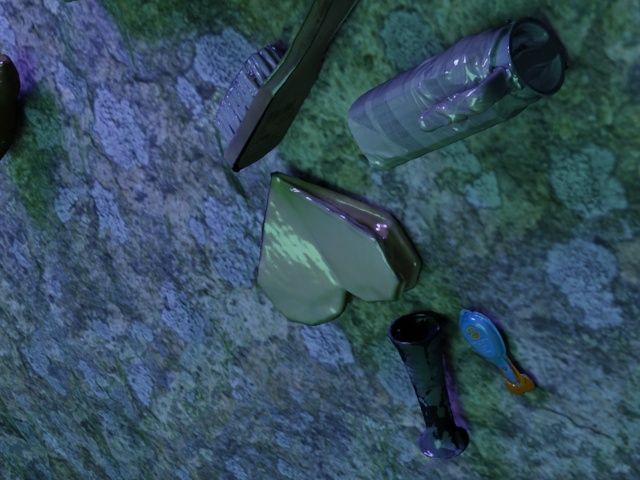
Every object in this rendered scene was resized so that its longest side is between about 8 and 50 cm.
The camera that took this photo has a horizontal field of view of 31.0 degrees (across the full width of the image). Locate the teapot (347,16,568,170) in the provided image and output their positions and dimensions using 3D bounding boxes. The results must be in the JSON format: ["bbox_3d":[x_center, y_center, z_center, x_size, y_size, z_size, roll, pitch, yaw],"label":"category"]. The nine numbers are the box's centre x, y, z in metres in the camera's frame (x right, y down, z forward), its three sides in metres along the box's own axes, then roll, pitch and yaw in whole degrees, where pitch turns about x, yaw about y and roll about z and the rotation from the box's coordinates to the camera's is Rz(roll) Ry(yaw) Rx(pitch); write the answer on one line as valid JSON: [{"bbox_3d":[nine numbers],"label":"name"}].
[{"bbox_3d":[0.105,-0.118,0.977,0.200,0.107,0.077,-21,103,51],"label":"teapot"}]

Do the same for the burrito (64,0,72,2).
[{"bbox_3d":[-0.190,-0.289,1.159,0.275,0.059,0.082,5,111,42],"label":"burrito"}]

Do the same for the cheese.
[{"bbox_3d":[0.179,0.114,1.183,0.111,0.017,0.047,53,146,-7],"label":"cheese"}]

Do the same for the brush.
[{"bbox_3d":[-0.031,-0.182,1.097,0.065,0.070,0.327,52,143,12],"label":"brush"}]

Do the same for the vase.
[{"bbox_3d":[0.119,0.159,1.249,0.059,0.059,0.167,11,129,39],"label":"vase"}]

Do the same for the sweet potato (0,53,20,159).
[{"bbox_3d":[-0.425,-0.164,1.497,0.077,0.077,0.243,45,134,5],"label":"sweet potato"}]

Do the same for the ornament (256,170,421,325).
[{"bbox_3d":[0.000,0.000,1.232,0.201,0.059,0.180,-20,106,48],"label":"ornament"}]
